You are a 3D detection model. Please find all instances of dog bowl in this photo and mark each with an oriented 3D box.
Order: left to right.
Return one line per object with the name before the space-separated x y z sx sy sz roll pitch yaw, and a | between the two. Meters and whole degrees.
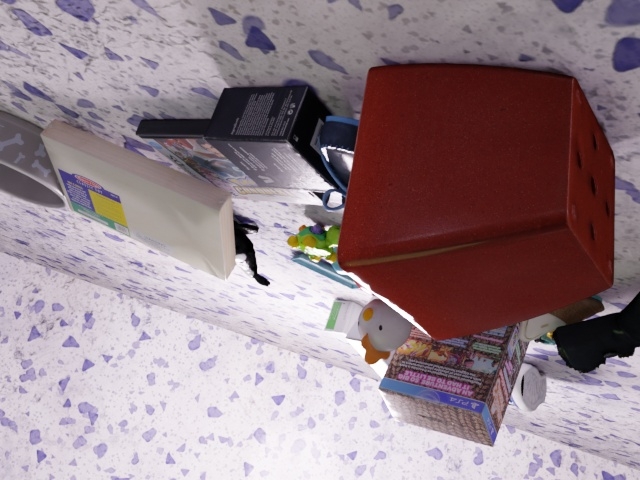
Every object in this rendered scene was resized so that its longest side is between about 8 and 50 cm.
dog bowl | -0.702 -0.182 1.684 0.349 0.102 0.349 17 164 5

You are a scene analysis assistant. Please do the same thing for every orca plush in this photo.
orca plush | -0.181 0.011 1.713 0.102 0.151 0.287 -24 130 13

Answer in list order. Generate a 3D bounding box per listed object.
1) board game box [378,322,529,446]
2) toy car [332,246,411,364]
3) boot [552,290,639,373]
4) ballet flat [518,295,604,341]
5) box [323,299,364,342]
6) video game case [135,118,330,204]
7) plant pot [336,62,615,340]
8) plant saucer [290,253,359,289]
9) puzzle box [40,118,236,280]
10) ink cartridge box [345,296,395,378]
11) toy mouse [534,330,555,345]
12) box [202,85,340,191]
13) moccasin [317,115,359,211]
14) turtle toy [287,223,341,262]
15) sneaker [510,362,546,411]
board game box | 0.299 0.261 1.597 0.232 0.291 0.141 9 143 33
toy car | 0.130 0.139 1.534 0.219 0.238 0.210 2 156 44
boot | 0.513 0.159 1.288 0.207 0.094 0.246 -20 154 19
ballet flat | 0.365 0.122 1.416 0.342 0.124 0.116 18 164 3
box | 0.082 0.237 2.136 0.087 0.101 0.102 0 154 47
video game case | -0.155 -0.139 1.325 0.275 0.035 0.248 7 159 36
plant pot | 0.204 -0.049 0.864 0.236 0.267 0.267 -6 152 34
plant saucer | 0.019 0.078 1.849 0.192 0.018 0.067 27 162 -20
puzzle box | -0.368 -0.079 1.531 0.409 0.052 0.272 24 149 10
ink cartridge box | 0.187 0.262 1.915 0.093 0.154 0.212 1 140 51
toy mouse | 0.501 0.209 1.701 0.161 0.031 0.143 29 161 -28
box | -0.057 -0.147 1.086 0.158 0.093 0.156 7 160 34
moccasin | 0.092 -0.068 1.056 0.138 0.117 0.342 19 173 31
turtle toy | 0.000 0.000 1.537 0.130 0.066 0.095 1 155 46
sneaker | 0.503 0.409 2.106 0.236 0.130 0.323 2 171 28
